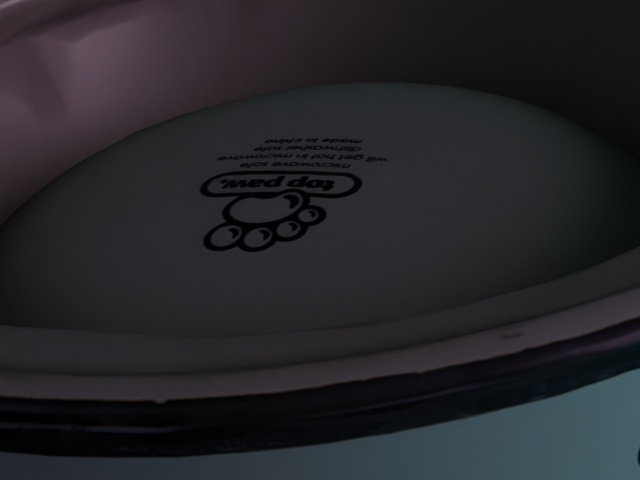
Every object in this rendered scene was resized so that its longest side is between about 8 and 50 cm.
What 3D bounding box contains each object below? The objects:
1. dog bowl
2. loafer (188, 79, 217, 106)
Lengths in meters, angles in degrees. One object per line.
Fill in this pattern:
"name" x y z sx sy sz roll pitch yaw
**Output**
"dog bowl" 0.000 0.000 0.509 0.408 0.408 0.150 -45 136 -49
"loafer" -0.022 -0.183 0.754 0.109 0.095 0.303 35 51 -29
